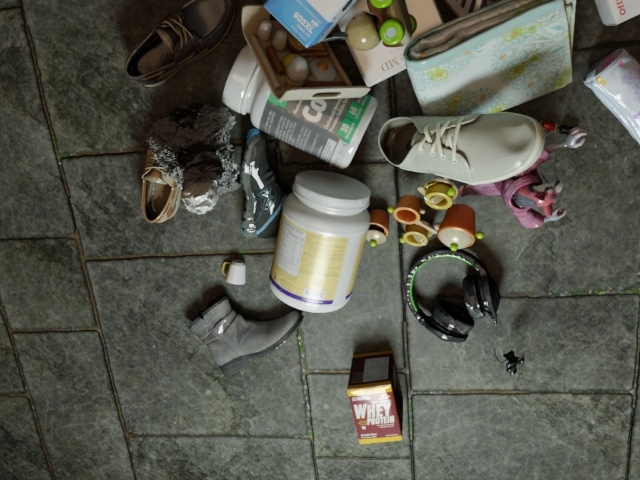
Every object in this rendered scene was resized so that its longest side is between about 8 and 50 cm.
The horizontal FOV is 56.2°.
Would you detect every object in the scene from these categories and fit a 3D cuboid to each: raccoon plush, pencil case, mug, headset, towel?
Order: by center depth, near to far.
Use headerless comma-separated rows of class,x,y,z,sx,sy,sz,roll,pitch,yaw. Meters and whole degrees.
towel,0.404,-0.409,1.407,0.374,0.320,0.090,-18,62,14
pencil case,0.768,-0.335,1.467,0.124,0.113,0.273,-43,98,2
raccoon plush,-0.314,-0.135,1.532,0.215,0.447,0.299,-4,135,5
headset,0.407,0.202,1.679,0.394,0.185,0.243,46,110,3
mug,-0.260,0.091,1.805,0.078,0.062,0.064,10,103,-2

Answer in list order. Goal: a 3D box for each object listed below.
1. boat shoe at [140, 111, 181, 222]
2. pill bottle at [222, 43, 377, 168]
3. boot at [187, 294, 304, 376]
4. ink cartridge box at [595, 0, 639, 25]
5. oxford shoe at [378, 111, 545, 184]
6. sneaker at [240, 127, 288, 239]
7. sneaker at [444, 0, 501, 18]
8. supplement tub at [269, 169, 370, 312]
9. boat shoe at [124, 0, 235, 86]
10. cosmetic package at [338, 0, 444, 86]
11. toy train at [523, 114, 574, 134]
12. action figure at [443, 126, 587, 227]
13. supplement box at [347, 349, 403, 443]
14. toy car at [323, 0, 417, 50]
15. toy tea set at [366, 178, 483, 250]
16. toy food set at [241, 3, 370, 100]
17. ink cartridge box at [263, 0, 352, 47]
boat shoe,-0.441,-0.196,1.695,0.123,0.116,0.325,12,111,4
pill bottle,-0.053,-0.346,1.536,0.360,0.204,0.204,25,111,-2
boot,-0.238,0.255,1.836,0.338,0.118,0.223,-33,97,14
ink cartridge box,0.749,-0.618,1.379,0.219,0.093,0.160,-24,104,15
oxford shoe,0.308,-0.228,1.421,0.449,0.130,0.169,11,88,48
sneaker,-0.152,-0.154,1.662,0.139,0.125,0.341,0,128,-3
sneaker,0.377,-0.603,1.434,0.153,0.099,0.282,-39,107,24
supplement tub,0.000,0.000,1.628,0.240,0.241,0.332,14,114,3
boat shoe,-0.366,-0.519,1.559,0.355,0.130,0.132,-37,101,19
cosmetic package,0.120,-0.629,1.432,0.230,0.161,0.454,-24,105,16
toy train,0.585,-0.296,1.550,0.158,0.036,0.027,14,111,3
action figure,0.460,-0.162,1.436,0.275,0.370,0.248,-1,115,3
supplement box,0.169,0.469,1.805,0.129,0.194,0.192,-9,108,12
toy car,0.100,-0.485,1.330,0.188,0.155,0.149,-11,109,26
toy tea set,0.258,-0.029,1.594,0.200,0.124,0.336,35,146,-25
toy food set,-0.038,-0.454,1.428,0.219,0.306,0.092,-10,150,-27
ink cartridge box,0.045,-0.571,1.257,0.129,0.223,0.307,43,112,-8
